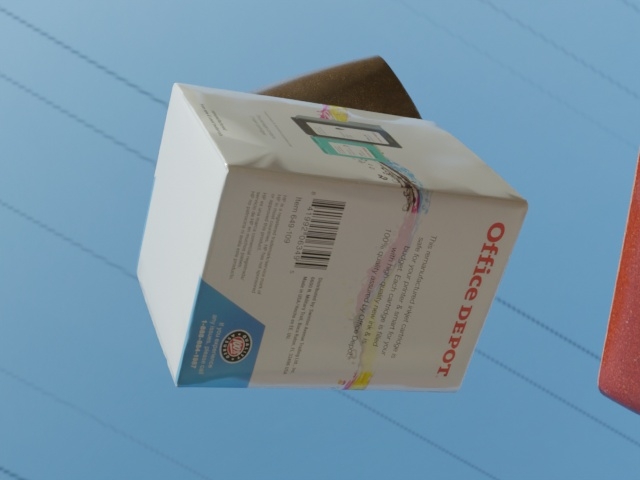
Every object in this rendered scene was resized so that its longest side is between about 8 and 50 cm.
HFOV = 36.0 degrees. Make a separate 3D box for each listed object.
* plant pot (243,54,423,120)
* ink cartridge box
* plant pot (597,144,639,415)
[{"bbox_3d":[-0.006,-0.092,1.061,0.230,0.215,0.215,-32,-96,3],"label":"plant pot"},{"bbox_3d":[0.000,0.000,0.873,0.270,0.197,0.198,5,-65,-24],"label":"ink cartridge box"},{"bbox_3d":[0.352,0.008,0.544,0.267,0.236,0.267,-9,-63,-24],"label":"plant pot"}]
